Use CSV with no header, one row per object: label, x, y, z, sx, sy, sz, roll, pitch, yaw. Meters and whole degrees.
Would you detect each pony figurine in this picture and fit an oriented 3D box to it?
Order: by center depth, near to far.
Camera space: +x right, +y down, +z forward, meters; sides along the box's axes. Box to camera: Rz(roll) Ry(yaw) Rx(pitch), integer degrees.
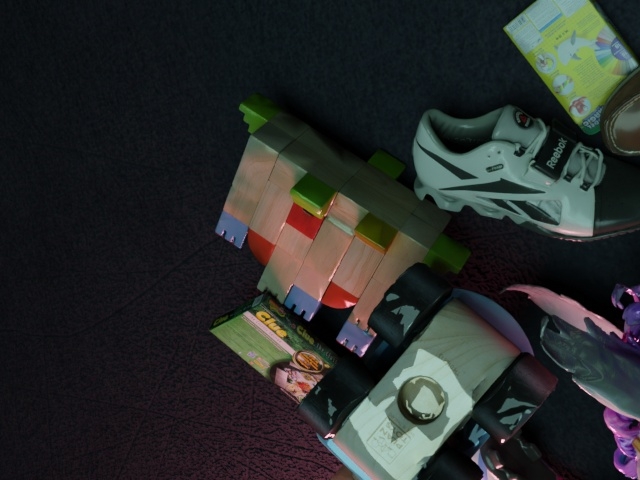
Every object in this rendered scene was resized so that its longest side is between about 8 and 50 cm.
pony figurine,0.431,0.128,1.027,0.351,0.303,0.363,40,105,-4

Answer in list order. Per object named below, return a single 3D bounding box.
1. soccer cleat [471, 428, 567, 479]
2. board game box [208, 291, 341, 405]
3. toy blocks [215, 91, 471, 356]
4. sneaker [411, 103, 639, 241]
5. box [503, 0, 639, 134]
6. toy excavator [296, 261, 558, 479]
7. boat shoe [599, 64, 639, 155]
soccer cleat,0.324,0.403,1.261,0.331,0.116,0.143,49,145,-4
board game box,-0.040,0.192,1.318,0.259,0.030,0.136,44,135,-21
toy blocks,0.000,0.000,1.222,0.381,0.191,0.261,33,131,7
sneaker,0.270,-0.096,1.050,0.330,0.123,0.146,9,140,20
box,0.327,-0.231,1.045,0.105,0.043,0.179,-37,89,30
toy excavator,0.126,0.264,1.175,0.222,0.445,0.433,40,96,16
boat shoe,0.474,-0.177,0.933,0.324,0.116,0.123,-24,108,24
